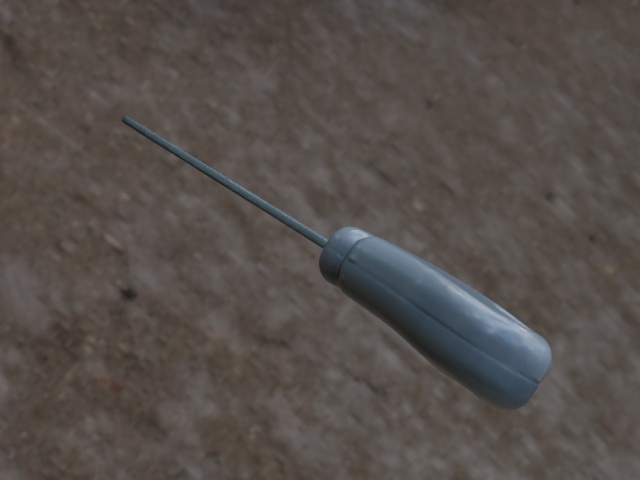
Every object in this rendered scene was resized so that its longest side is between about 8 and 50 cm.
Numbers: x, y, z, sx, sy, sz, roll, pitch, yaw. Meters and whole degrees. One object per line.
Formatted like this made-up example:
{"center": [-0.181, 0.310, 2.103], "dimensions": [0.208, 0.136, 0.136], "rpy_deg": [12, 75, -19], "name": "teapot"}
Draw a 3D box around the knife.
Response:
{"center": [0.002, 0.001, 0.846], "dimensions": [0.331, 0.044, 0.080], "rpy_deg": [33, 4, 43], "name": "knife"}
